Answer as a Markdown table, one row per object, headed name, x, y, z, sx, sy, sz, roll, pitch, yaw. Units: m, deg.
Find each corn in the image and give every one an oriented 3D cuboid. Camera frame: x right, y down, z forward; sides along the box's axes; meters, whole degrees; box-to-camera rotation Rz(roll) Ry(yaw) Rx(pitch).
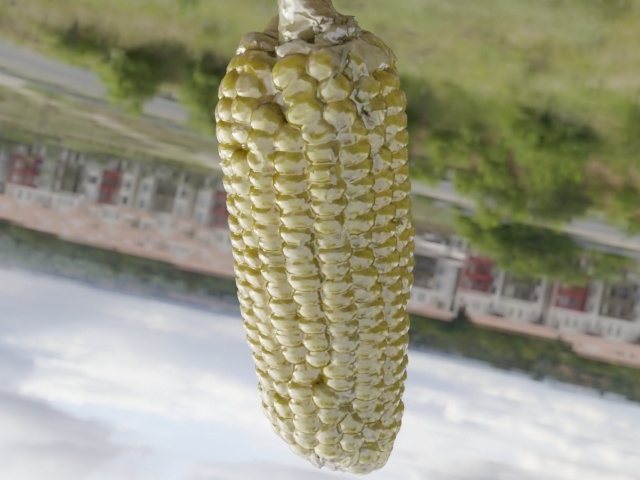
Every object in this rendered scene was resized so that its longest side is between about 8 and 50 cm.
| name | x | y | z | sx | sy | sz | roll | pitch | yaw |
| --- | --- | --- | --- | --- | --- | --- | --- | --- | --- |
| corn | 0.000 | 0.000 | 0.918 | 0.130 | 0.347 | 0.130 | -3 | -155 | 1 |
